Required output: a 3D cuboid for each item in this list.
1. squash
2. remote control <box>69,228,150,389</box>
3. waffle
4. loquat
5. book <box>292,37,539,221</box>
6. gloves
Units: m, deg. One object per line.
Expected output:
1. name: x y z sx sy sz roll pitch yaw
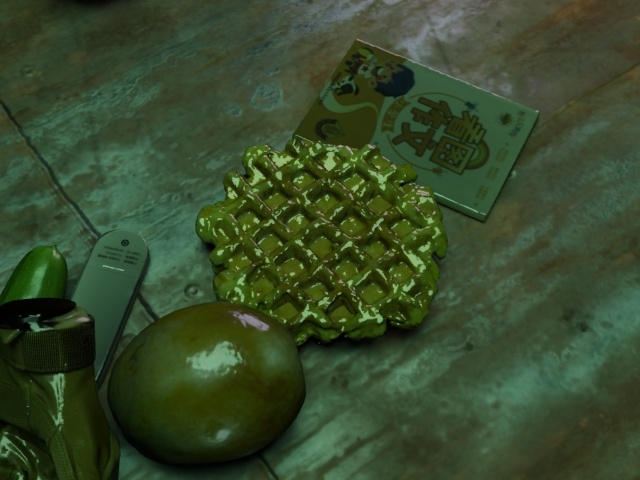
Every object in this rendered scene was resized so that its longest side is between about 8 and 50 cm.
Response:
1. squash: -0.372 0.138 1.254 0.082 0.082 0.292 14 60 8
2. remote control: -0.279 0.090 1.323 0.077 0.022 0.245 13 58 4
3. waffle: 0.000 0.000 1.353 0.325 0.068 0.302 2 60 6
4. loquat: -0.130 0.162 1.194 0.227 0.179 0.179 -12 59 1
5. book: 0.136 -0.162 1.490 0.295 0.020 0.208 24 60 13
6. gloves: -0.295 0.230 1.145 0.154 0.141 0.331 -2 92 -1
